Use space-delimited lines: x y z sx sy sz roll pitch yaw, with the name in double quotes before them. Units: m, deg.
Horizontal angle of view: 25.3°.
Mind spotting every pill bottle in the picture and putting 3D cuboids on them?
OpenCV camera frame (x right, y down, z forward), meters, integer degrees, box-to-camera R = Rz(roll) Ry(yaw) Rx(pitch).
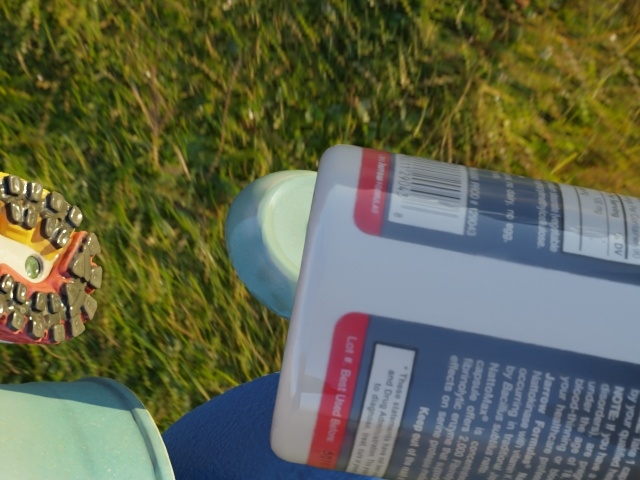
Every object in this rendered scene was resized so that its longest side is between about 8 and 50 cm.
"pill bottle" 0.079 0.035 0.473 0.180 0.108 0.108 11 80 0

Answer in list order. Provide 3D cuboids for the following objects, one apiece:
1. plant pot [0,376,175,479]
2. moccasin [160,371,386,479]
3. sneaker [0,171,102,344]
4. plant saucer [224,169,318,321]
"plant pot" -0.254 0.210 0.846 0.255 0.271 0.272 7 78 -34
"moccasin" 0.041 0.154 0.923 0.342 0.117 0.138 -13 47 27
"sneaker" -0.201 -0.006 0.591 0.092 0.225 0.088 -12 57 37
"plant saucer" 0.000 0.000 0.888 0.119 0.021 0.119 12 53 -17
